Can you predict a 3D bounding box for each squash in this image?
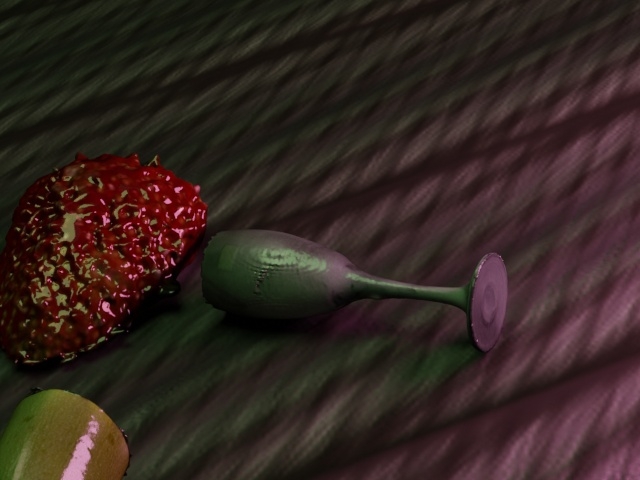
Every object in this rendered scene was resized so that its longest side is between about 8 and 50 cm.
[{"bbox_3d":[-0.243,0.231,1.337,0.123,0.123,0.187,-2,37,14],"label":"squash"}]

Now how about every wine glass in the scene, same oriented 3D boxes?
[{"bbox_3d":[0.000,0.000,1.498,0.309,0.264,0.096,7,61,27],"label":"wine glass"}]

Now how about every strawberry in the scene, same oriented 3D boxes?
[{"bbox_3d":[-0.252,0.002,1.689,0.233,0.138,0.306,-4,30,9],"label":"strawberry"}]
